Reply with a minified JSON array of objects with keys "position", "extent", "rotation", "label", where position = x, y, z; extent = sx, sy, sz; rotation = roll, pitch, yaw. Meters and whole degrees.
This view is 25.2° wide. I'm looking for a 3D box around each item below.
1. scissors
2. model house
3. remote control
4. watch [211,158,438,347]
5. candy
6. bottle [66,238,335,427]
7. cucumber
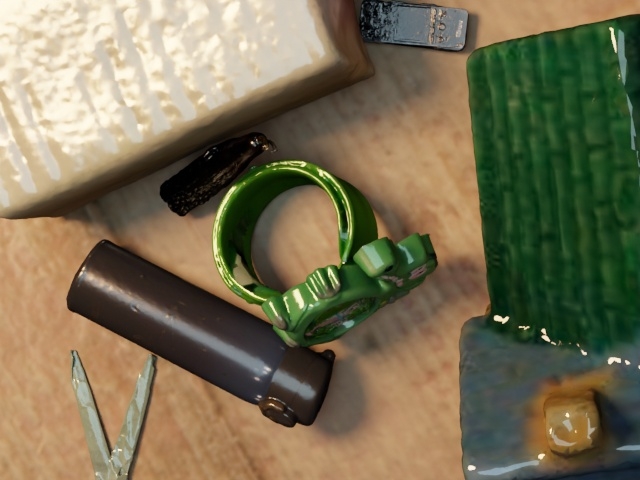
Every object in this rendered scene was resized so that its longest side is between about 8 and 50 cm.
[{"position":[-0.193,0.225,1.319],"extent":[0.144,0.017,0.248],"rotation":[1,92,10],"label":"scissors"},{"position":[0.265,0.030,1.059],"extent":[0.334,0.342,0.382],"rotation":[-9,92,12],"label":"model house"},{"position":[0.081,-0.187,1.244],"extent":[0.096,0.014,0.039],"rotation":[8,96,11],"label":"remote control"},{"position":[0.000,0.000,1.230],"extent":[0.165,0.131,0.152],"rotation":[-36,69,15],"label":"watch"},{"position":[-0.146,-0.171,1.219],"extent":[0.358,0.145,0.208],"rotation":[-23,89,12],"label":"candy"},{"position":[-0.104,0.085,1.262],"extent":[0.244,0.072,0.082],"rotation":[26,56,7],"label":"bottle"},{"position":[-0.086,-0.065,1.224],"extent":[0.039,0.163,0.043],"rotation":[20,59,-27],"label":"cucumber"}]
